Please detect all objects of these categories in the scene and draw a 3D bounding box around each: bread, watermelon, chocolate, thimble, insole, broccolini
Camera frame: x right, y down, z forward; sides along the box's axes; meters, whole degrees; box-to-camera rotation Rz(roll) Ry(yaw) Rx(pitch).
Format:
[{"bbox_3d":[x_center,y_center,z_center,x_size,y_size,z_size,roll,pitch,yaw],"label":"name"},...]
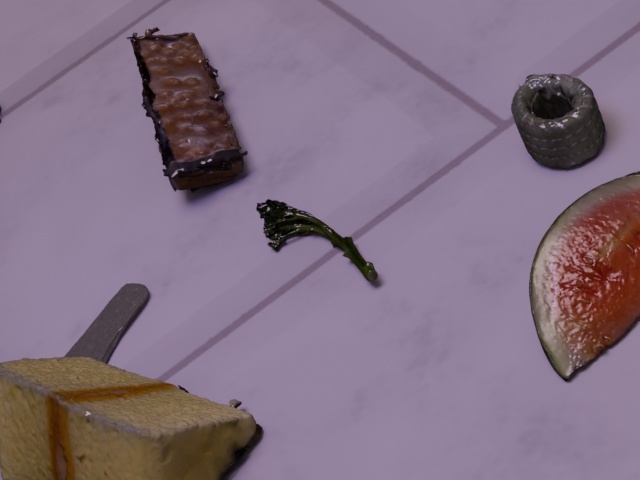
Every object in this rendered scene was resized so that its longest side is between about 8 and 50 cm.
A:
[{"bbox_3d":[-0.213,0.192,1.734,0.266,0.142,0.178,12,69,44],"label":"bread"},{"bbox_3d":[0.270,0.021,1.651,0.119,0.063,0.245,29,65,34],"label":"watermelon"},{"bbox_3d":[-0.165,-0.159,2.136,0.102,0.065,0.329,-12,38,-7],"label":"chocolate"},{"bbox_3d":[0.245,-0.128,1.825,0.084,0.062,0.110,-25,38,2],"label":"thimble"},{"bbox_3d":[-0.247,0.119,1.911,0.063,0.010,0.192,7,50,38],"label":"insole"},{"bbox_3d":[0.005,-0.003,1.862,0.052,0.054,0.194,-30,35,-32],"label":"broccolini"}]
